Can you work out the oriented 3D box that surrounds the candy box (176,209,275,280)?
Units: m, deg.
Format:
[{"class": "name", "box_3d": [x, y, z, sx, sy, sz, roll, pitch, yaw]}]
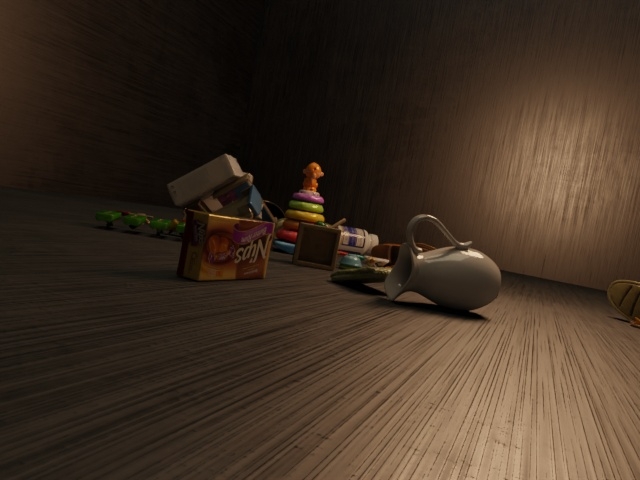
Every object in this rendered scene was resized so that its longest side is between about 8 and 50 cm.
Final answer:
[{"class": "candy box", "box_3d": [-0.158, 0.012, 0.862, 0.053, 0.109, 0.186, 12, 3, 30]}]

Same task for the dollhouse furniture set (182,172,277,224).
[{"class": "dollhouse furniture set", "box_3d": [-0.285, -0.030, 1.577, 0.286, 0.198, 0.303, -27, 26, 9]}]

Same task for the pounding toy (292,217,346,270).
[{"class": "pounding toy", "box_3d": [0.000, 0.000, 1.332, 0.130, 0.141, 0.100, 10, 2, -6]}]

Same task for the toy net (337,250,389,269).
[{"class": "toy net", "box_3d": [0.118, 0.066, 1.493, 0.122, 0.045, 0.232, 10, 1, 39]}]

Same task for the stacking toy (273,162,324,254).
[{"class": "stacking toy", "box_3d": [-0.048, -0.105, 1.624, 0.175, 0.302, 0.166, 9, 3, -5]}]

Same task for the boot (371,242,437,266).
[{"class": "boot", "box_3d": [0.331, 0.070, 1.765, 0.283, 0.109, 0.220, 4, -4, 21]}]

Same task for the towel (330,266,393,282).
[{"class": "towel", "box_3d": [0.101, 0.074, 1.062, 0.110, 0.027, 0.148, 7, -11, -36]}]

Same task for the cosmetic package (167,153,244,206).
[{"class": "cosmetic package", "box_3d": [-0.385, -0.199, 1.676, 0.231, 0.085, 0.117, -25, -2, 9]}]

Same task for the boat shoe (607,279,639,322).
[{"class": "boat shoe", "box_3d": [0.932, 0.194, 1.329, 0.103, 0.113, 0.302, 10, 13, -32]}]

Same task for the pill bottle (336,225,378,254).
[{"class": "pill bottle", "box_3d": [0.145, 0.002, 2.114, 0.186, 0.112, 0.112, 10, 3, -18]}]

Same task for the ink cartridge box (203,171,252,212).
[{"class": "ink cartridge box", "box_3d": [-0.347, -0.136, 1.793, 0.172, 0.237, 0.100, 10, 3, -4]}]

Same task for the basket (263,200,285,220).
[{"class": "basket", "box_3d": [-0.279, -0.085, 2.000, 0.204, 0.154, 0.227, 10, -1, -32]}]

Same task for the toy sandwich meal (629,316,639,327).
[{"class": "toy sandwich meal", "box_3d": [0.849, 0.215, 1.282, 0.085, 0.029, 0.085, 10, 3, -1]}]

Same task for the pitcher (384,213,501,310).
[{"class": "pitcher", "box_3d": [0.247, 0.046, 0.966, 0.207, 0.178, 0.125, 9, 18, -14]}]

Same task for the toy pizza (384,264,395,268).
[{"class": "toy pizza", "box_3d": [0.287, 0.099, 1.516, 0.201, 0.032, 0.201, 10, 3, -1]}]

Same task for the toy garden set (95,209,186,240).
[{"class": "toy garden set", "box_3d": [-0.481, -0.042, 1.396, 0.244, 0.049, 0.204, 9, 5, -12]}]

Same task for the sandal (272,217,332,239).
[{"class": "sandal", "box_3d": [-0.053, -0.007, 1.861, 0.302, 0.120, 0.086, 6, 32, -36]}]
